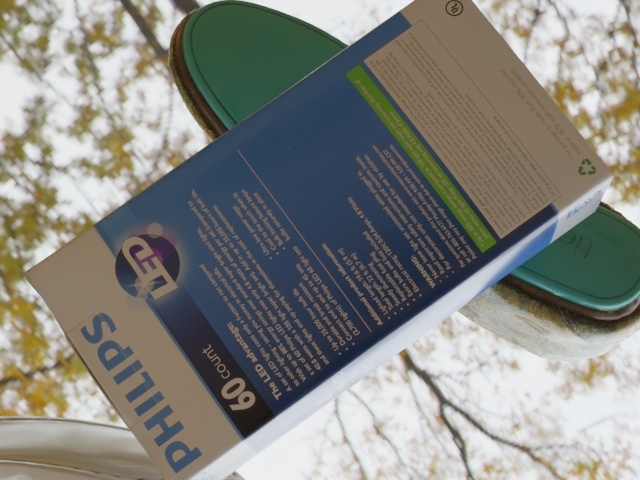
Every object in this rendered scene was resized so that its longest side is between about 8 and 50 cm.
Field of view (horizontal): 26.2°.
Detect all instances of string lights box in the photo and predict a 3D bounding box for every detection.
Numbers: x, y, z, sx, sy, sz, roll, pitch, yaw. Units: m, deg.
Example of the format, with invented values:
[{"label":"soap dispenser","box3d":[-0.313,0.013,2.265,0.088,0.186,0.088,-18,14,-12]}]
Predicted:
[{"label":"string lights box","box3d":[0.000,0.000,0.693,0.260,0.077,0.133,-35,-103,-4]}]

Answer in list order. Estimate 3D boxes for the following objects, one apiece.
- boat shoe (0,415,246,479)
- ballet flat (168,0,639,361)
[{"label":"boat shoe","box3d":[-0.188,0.156,0.772,0.117,0.324,0.096,18,-84,50]},{"label":"ballet flat","box3d":[0.050,-0.029,0.884,0.348,0.123,0.123,30,-112,10]}]
